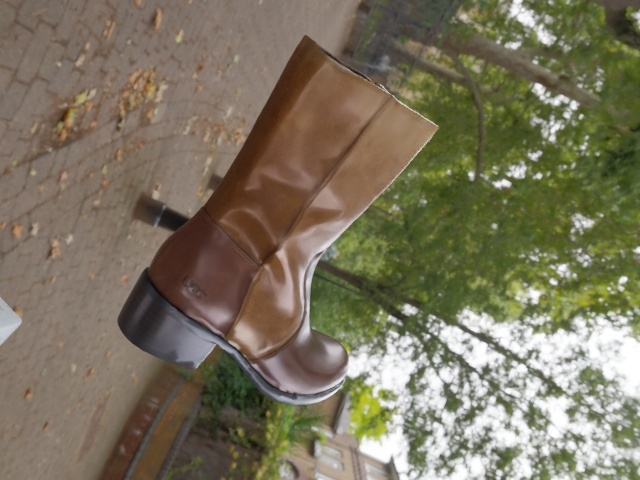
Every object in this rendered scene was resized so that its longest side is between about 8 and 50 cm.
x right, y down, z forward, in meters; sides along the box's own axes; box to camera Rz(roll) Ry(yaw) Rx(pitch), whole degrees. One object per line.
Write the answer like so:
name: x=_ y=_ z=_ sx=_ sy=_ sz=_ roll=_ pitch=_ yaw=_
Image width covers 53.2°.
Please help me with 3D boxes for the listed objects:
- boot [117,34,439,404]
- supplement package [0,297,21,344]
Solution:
boot: x=0.000 y=0.000 z=0.569 sx=0.280 sy=0.264 sz=0.096 roll=-53 pitch=-145 yaw=9
supplement package: x=-0.319 y=0.064 z=0.276 sx=0.262 sy=0.204 sz=0.145 roll=-45 pitch=177 yaw=5
